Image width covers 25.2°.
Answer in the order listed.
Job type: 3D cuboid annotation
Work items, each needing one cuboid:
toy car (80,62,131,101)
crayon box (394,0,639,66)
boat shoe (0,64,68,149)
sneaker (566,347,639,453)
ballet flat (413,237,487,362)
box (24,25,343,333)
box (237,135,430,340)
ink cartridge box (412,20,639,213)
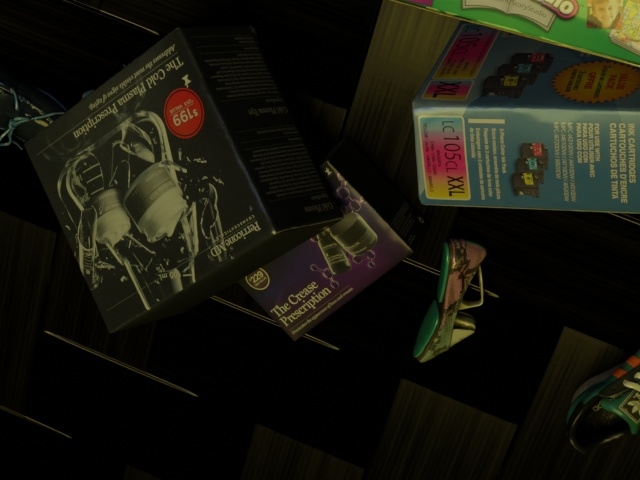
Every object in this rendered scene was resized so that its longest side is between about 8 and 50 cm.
[{"bbox_3d":[-0.311,-0.225,2.158,0.122,0.060,0.040,-28,60,14],"label":"toy car"},{"bbox_3d":[0.263,-0.338,1.707,0.363,0.313,0.106,17,121,12],"label":"crayon box"},{"bbox_3d":[-0.487,-0.199,2.194,0.258,0.089,0.109,32,123,2],"label":"boat shoe"},{"bbox_3d":[0.469,0.208,2.035,0.108,0.121,0.302,42,123,-5],"label":"sneaker"},{"bbox_3d":[0.198,0.095,2.113,0.079,0.077,0.221,9,121,-7],"label":"ballet flat"},{"bbox_3d":[-0.197,-0.086,2.028,0.343,0.179,0.312,-31,81,33],"label":"box"},{"bbox_3d":[0.000,0.000,2.114,0.184,0.103,0.261,47,122,-5],"label":"box"},{"bbox_3d":[0.341,-0.161,1.798,0.395,0.270,0.151,4,123,18],"label":"ink cartridge box"}]
